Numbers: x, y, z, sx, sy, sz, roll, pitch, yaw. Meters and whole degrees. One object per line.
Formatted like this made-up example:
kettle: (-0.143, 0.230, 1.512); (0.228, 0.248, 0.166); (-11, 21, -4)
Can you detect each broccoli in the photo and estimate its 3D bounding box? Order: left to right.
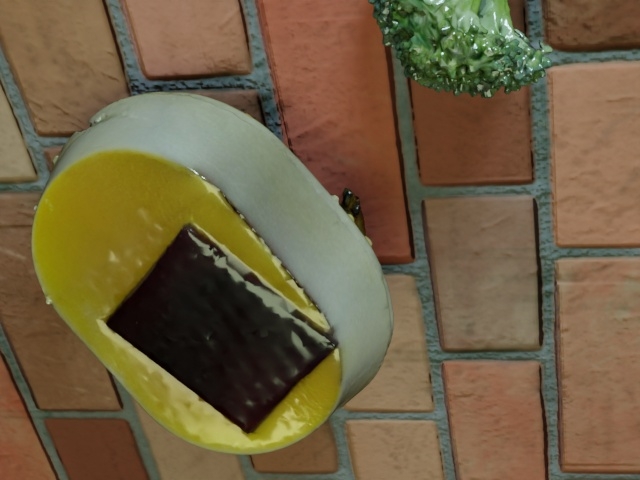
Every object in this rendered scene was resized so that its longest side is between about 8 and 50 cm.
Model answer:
broccoli: (0.105, -0.186, 0.829); (0.118, 0.122, 0.204); (7, 121, -17)

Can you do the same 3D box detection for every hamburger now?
hamburger: (-0.080, 0.022, 0.999); (0.227, 0.151, 0.295); (-31, 102, 28)

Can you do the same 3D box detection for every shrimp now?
shrimp: (0.000, 0.000, 1.057); (0.091, 0.025, 0.127); (13, 136, 0)
